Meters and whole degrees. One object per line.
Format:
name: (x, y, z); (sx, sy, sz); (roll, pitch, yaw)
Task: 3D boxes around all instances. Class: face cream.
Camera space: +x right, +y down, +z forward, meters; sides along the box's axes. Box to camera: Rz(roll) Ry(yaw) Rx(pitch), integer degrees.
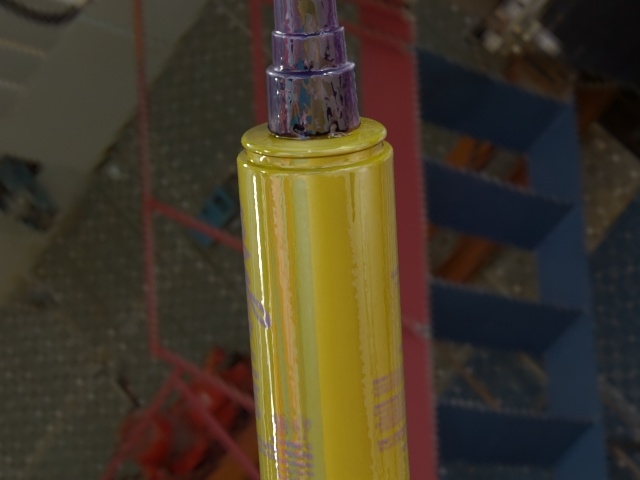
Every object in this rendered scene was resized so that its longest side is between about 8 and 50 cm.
face cream: (0.000, 0.000, 0.977); (0.078, 0.078, 0.273); (-17, -68, -36)
